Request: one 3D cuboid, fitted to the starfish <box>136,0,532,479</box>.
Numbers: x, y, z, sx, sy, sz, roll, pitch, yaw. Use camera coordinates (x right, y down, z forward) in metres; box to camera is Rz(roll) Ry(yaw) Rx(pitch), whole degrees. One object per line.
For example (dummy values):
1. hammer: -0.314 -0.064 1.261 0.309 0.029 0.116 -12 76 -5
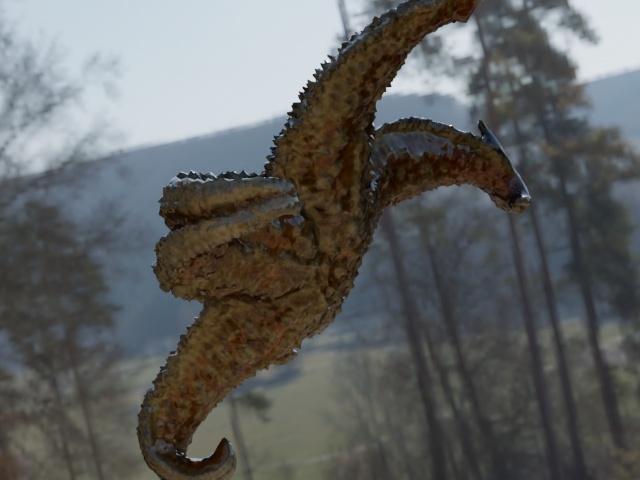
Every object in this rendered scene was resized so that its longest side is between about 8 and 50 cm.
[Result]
1. starfish: 0.003 0.002 0.862 0.303 0.113 0.312 -34 -25 -34
